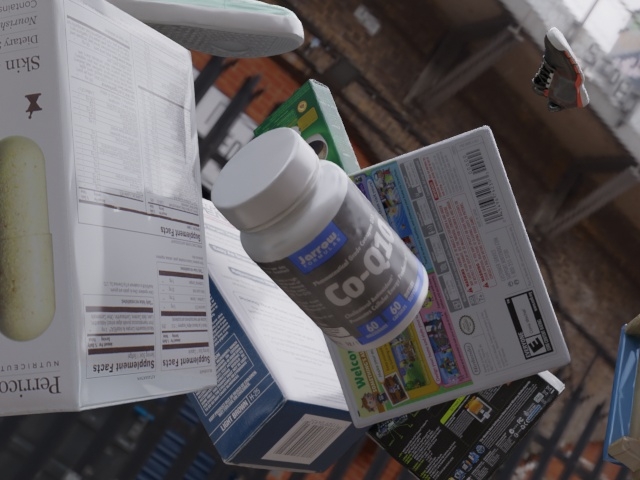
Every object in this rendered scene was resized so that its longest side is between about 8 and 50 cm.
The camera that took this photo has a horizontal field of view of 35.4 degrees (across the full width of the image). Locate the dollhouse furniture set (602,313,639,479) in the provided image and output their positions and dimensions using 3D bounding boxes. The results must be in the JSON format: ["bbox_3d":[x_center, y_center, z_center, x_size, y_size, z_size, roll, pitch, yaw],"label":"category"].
[{"bbox_3d":[0.370,0.153,0.785,0.198,0.303,0.286,17,-29,-1],"label":"dollhouse furniture set"}]

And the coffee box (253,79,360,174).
[{"bbox_3d":[-0.013,-0.094,1.233,0.040,0.113,0.184,17,43,-45],"label":"coffee box"}]

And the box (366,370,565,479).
[{"bbox_3d":[0.143,0.176,1.125,0.184,0.190,0.045,40,18,18],"label":"box"}]

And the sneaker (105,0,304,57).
[{"bbox_3d":[-0.129,-0.263,0.945,0.256,0.151,0.094,12,-7,6],"label":"sneaker"}]

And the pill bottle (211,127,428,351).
[{"bbox_3d":[0.000,0.000,0.618,0.078,0.078,0.137,11,-30,53],"label":"pill bottle"}]

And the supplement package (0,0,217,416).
[{"bbox_3d":[-0.209,-0.014,0.696,0.199,0.262,0.198,-7,-6,17],"label":"supplement package"}]

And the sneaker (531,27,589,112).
[{"bbox_3d":[0.312,-0.216,1.332,0.158,0.065,0.061,51,20,-52],"label":"sneaker"}]

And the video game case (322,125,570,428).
[{"bbox_3d":[0.087,0.033,0.862,0.023,0.194,0.212,-12,82,-80],"label":"video game case"}]

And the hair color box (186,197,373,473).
[{"bbox_3d":[-0.098,0.093,1.138,0.174,0.105,0.347,23,25,-51],"label":"hair color box"}]
